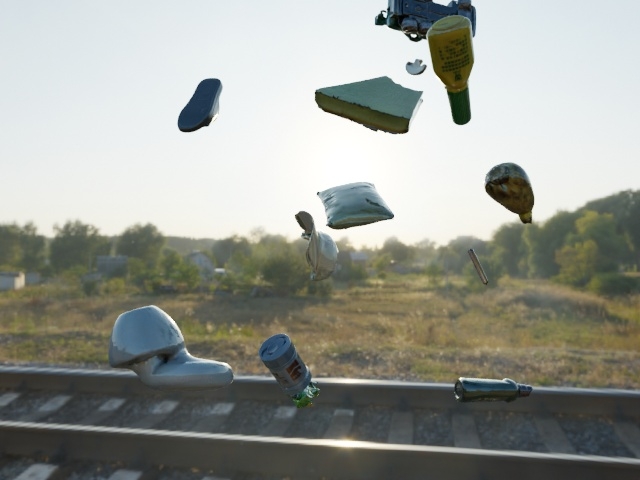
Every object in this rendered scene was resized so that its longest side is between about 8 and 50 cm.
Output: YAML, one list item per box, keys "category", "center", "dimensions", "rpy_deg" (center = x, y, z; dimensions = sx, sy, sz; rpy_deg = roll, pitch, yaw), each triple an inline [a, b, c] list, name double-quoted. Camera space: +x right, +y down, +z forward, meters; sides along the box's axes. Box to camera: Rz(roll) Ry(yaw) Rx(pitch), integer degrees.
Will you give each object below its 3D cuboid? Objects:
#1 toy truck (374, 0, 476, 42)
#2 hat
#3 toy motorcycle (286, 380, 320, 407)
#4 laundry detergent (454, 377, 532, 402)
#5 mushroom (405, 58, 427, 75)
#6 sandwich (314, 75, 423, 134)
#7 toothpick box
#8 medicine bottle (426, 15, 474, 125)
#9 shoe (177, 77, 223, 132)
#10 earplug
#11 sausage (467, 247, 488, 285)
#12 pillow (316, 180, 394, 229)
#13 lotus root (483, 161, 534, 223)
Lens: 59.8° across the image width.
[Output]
- category: "toy truck"
  center: [0.394, -0.824, 2.068]
  dimensions: [0.363, 0.177, 0.178]
  rpy_deg: [4, -6, -16]
- category: "hat"
  center: [0.000, 0.000, 1.872]
  dimensions: [0.164, 0.220, 0.226]
  rpy_deg: [-2, -41, -17]
- category: "toy motorcycle"
  center: [-0.058, 0.486, 1.802]
  dimensions: [0.106, 0.074, 0.190]
  rpy_deg: [41, 10, 12]
- category: "laundry detergent"
  center: [0.532, 0.459, 1.707]
  dimensions: [0.221, 0.078, 0.144]
  rpy_deg: [-1, -19, -1]
- category: "mushroom"
  center: [0.271, -0.490, 1.578]
  dimensions: [0.019, 0.049, 0.101]
  rpy_deg: [13, 18, -27]
- category: "sandwich"
  center: [0.129, -0.360, 1.412]
  dimensions: [0.244, 0.063, 0.212]
  rpy_deg: [20, 41, 9]
- category: "toothpick box"
  center: [-0.099, 0.356, 1.599]
  dimensions: [0.101, 0.153, 0.101]
  rpy_deg: [-21, 31, 13]
- category: "medicine bottle"
  center: [0.303, -0.371, 1.250]
  dimensions: [0.094, 0.064, 0.261]
  rpy_deg: [-18, -45, 7]
- category: "shoe"
  center: [-0.379, -0.426, 1.829]
  dimensions: [0.108, 0.241, 0.093]
  rpy_deg: [6, -32, 16]
- category: "earplug"
  center: [-0.371, 0.292, 1.387]
  dimensions: [0.325, 0.175, 0.214]
  rpy_deg: [34, -28, -14]
- category: "sausage"
  center: [0.374, 0.062, 1.320]
  dimensions: [0.015, 0.100, 0.015]
  rpy_deg: [-27, 5, 3]
- category: "pillow"
  center: [0.090, -0.104, 1.580]
  dimensions: [0.184, 0.075, 0.302]
  rpy_deg: [-9, 23, -2]
- category: "lotus root"
  center: [0.494, -0.121, 1.428]
  dimensions: [0.108, 0.095, 0.190]
  rpy_deg: [-23, -52, 34]
